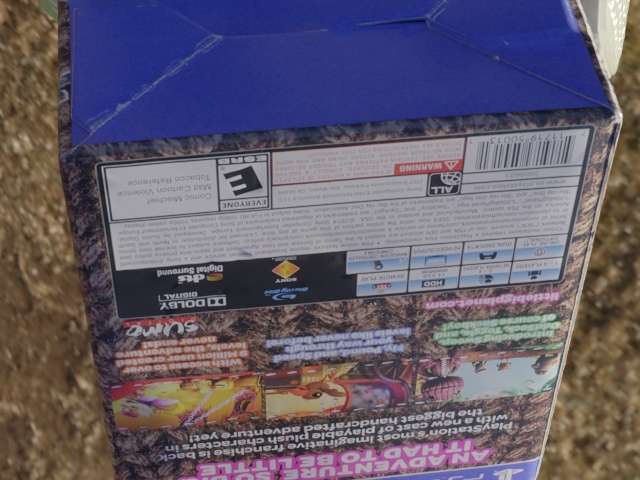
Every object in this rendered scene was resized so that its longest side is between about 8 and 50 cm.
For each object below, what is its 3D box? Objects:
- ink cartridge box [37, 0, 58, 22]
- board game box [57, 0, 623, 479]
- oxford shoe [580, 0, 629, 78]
[{"bbox_3d":[-0.126,-0.260,1.287,0.235,0.171,0.056,-57,149,10],"label":"ink cartridge box"},{"bbox_3d":[0.000,0.000,0.738,0.232,0.141,0.291,-4,139,-5],"label":"board game box"},{"bbox_3d":[0.154,-0.224,1.040,0.130,0.449,0.169,6,116,3],"label":"oxford shoe"}]
